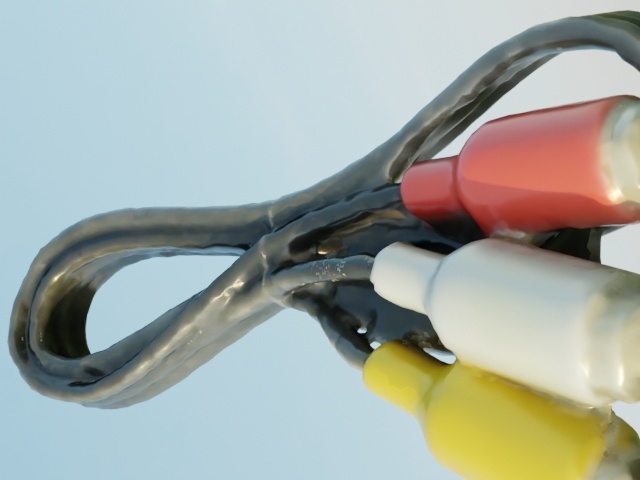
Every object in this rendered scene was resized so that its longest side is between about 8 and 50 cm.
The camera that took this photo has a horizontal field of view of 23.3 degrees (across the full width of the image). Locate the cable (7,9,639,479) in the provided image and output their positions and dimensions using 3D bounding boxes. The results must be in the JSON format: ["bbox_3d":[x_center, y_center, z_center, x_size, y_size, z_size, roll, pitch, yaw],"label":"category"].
[{"bbox_3d":[0.000,0.000,0.450,0.072,0.287,0.139,9,-93,-52],"label":"cable"}]
